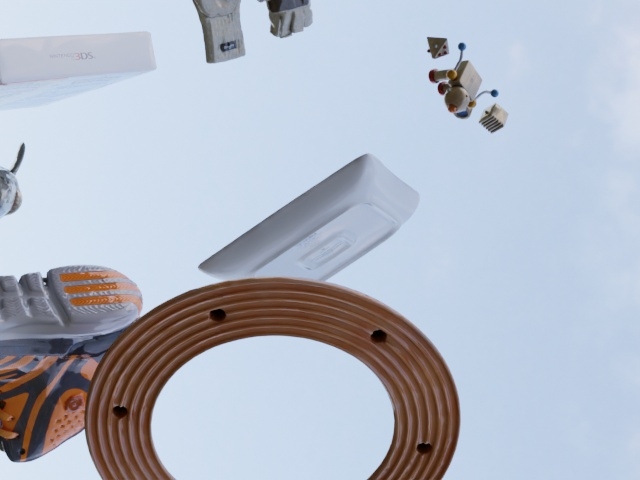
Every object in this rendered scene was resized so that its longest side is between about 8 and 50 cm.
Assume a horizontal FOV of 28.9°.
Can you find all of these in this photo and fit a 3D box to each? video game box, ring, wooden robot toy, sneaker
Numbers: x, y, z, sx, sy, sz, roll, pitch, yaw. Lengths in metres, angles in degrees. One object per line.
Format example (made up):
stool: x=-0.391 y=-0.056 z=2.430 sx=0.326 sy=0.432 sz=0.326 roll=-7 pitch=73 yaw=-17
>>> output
video game box: x=-0.299 y=-0.164 z=1.241 sx=0.187 sy=0.205 sz=0.048 roll=-13 pitch=-88 yaw=39
ring: x=-0.042 y=0.164 z=1.121 sx=0.337 sy=0.336 sz=0.032 roll=-54 pitch=-158 yaw=27
wooden robot toy: x=0.188 y=-0.198 z=1.713 sx=0.076 sy=0.173 sz=0.079 roll=-11 pitch=-136 yaw=39
sneaker: x=-0.324 y=0.127 z=1.147 sx=0.125 sy=0.321 sz=0.180 roll=-120 pitch=-144 yaw=-52

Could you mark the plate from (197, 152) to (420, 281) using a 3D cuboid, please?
plate: x=0.000 y=0.000 z=1.715 sx=0.277 sy=0.278 sz=0.045 roll=-33 pitch=-109 yaw=10

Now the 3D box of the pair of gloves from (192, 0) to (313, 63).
pair of gloves: x=-0.105 y=-0.394 z=1.897 sx=0.042 sy=0.240 sz=0.204 roll=17 pitch=-54 yaw=44

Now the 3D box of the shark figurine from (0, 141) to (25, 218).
shark figurine: x=-0.380 y=-0.009 z=1.253 sx=0.278 sy=0.116 sz=0.166 roll=-55 pitch=-154 yaw=37
